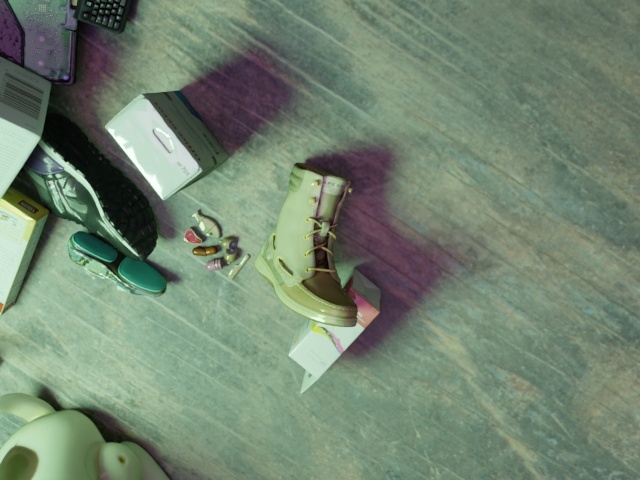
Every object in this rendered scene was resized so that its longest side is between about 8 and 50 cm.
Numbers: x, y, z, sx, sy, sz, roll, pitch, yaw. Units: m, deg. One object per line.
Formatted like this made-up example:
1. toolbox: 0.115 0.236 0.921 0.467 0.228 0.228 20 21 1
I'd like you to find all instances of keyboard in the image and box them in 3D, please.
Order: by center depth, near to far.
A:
1. keyboard: -0.333 -0.424 1.100 0.108 0.023 0.180 14 99 -28

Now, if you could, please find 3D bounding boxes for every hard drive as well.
1. hard drive: -0.549 -0.377 1.097 0.338 0.064 0.237 4 105 -14

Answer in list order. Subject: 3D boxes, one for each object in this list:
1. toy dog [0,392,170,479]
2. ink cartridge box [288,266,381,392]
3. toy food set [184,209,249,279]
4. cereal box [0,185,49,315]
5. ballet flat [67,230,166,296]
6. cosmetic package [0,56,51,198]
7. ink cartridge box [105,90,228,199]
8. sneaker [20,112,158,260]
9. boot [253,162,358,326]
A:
1. toy dog: -0.459 0.471 1.173 0.284 0.408 0.396 -16 102 9
2. ink cartridge box: 0.013 0.150 1.191 0.067 0.115 0.198 39 104 -5
3. toy food set: -0.188 0.013 1.229 0.122 0.019 0.078 38 105 -4
4. cereal box: -0.584 -0.001 1.228 0.173 0.047 0.240 33 120 -2
5. ballet flat: -0.356 0.051 1.243 0.188 0.070 0.070 33 105 -1
6. cosmetic package: -0.527 -0.172 1.081 0.151 0.151 0.183 26 123 -33
7. ink cartridge box: -0.230 -0.153 1.103 0.082 0.191 0.140 -35 98 13
8. sneaker: -0.396 -0.071 1.205 0.124 0.107 0.283 -35 97 31
9. boot: 0.000 0.000 1.101 0.095 0.262 0.204 13 105 -33
